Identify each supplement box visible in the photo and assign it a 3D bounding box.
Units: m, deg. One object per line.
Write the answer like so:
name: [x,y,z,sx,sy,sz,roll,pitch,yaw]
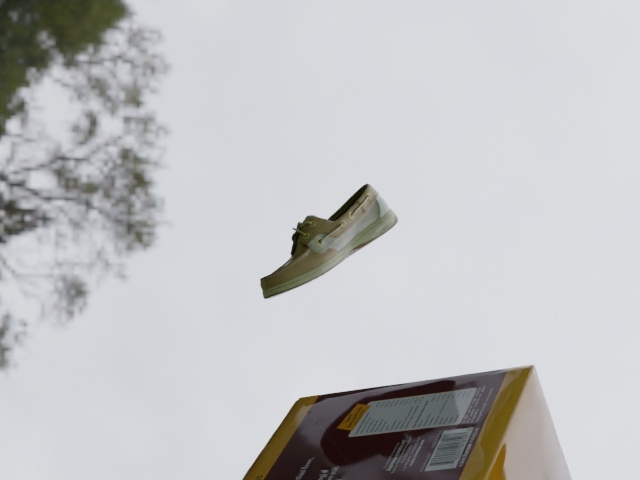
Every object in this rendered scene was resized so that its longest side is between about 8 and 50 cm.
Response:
supplement box: [0.055,0.199,0.920,0.194,0.191,0.129,-12,-70,26]

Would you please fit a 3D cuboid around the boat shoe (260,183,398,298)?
boat shoe: [0.000,0.000,1.065,0.045,0.135,0.050,60,-31,-5]
